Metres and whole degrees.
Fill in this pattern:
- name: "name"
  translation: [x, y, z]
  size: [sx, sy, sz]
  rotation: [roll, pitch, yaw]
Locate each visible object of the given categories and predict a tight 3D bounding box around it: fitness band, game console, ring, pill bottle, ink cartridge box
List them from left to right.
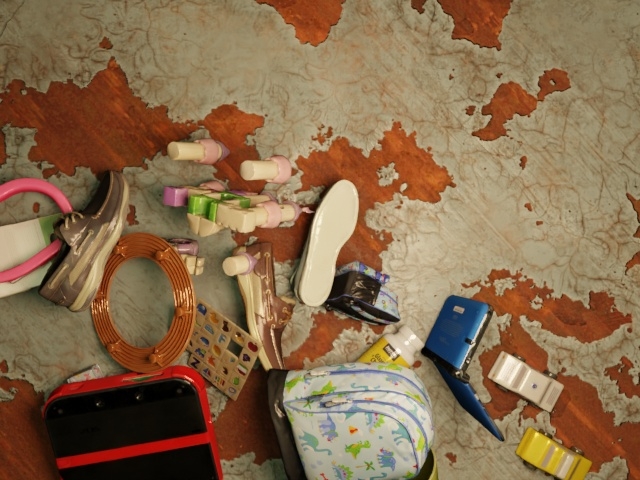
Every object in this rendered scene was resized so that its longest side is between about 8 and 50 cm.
- name: "fitness band"
  translation: [-0.738, -0.022, 1.347]
  size: [0.291, 0.054, 0.209]
  rotation: [-40, 99, -23]
- name: "ink cartridge box"
  translation: [-0.742, 0.041, 1.394]
  size: [0.235, 0.056, 0.171]
  rotation: [-17, 90, -25]
- name: "game console"
  translation: [-0.455, 0.491, 1.376]
  size: [0.387, 0.060, 0.342]
  rotation: [-9, 104, -2]
- name: "ring"
  translation: [-0.434, 0.148, 1.333]
  size: [0.337, 0.032, 0.336]
  rotation: [0, 90, 28]
- name: "pill bottle"
  translation: [0.167, 0.297, 1.399]
  size: [0.184, 0.103, 0.103]
  rotation: [-43, 91, -2]
- name: "game console"
  translation: [0.359, 0.281, 1.313]
  size: [0.173, 0.293, 0.250]
  rotation: [27, 87, -3]

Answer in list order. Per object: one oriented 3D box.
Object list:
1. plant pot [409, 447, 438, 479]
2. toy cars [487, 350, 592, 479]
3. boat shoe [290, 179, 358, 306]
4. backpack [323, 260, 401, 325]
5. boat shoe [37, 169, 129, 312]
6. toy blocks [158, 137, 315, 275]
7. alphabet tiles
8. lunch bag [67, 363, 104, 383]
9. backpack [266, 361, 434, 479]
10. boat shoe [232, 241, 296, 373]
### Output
- name: "plant pot"
  translation: [0.173, 0.658, 1.334]
  size: [0.275, 0.275, 0.293]
  rotation: [-18, 105, -3]
- name: "toy cars"
  translation: [0.566, 0.460, 1.419]
  size: [0.176, 0.087, 0.393]
  rotation: [-20, 90, -3]
- name: "boat shoe"
  translation: [0.000, 0.000, 1.396]
  size: [0.116, 0.099, 0.319]
  rotation: [17, 89, -30]
- name: "backpack"
  translation: [0.117, 0.139, 1.379]
  size: [0.173, 0.158, 0.117]
  rotation: [24, 70, -15]
- name: "boat shoe"
  translation: [-0.560, -0.011, 1.329]
  size: [0.130, 0.132, 0.355]
  rotation: [24, 75, -36]
- name: "toy blocks"
  translation: [-0.198, -0.074, 1.352]
  size: [0.289, 0.260, 0.309]
  rotation: [18, 106, 28]
- name: "alphabet tiles"
  translation: [-0.267, 0.256, 1.371]
  size: [0.237, 0.009, 0.198]
  rotation: [34, 120, 14]
- name: "lunch bag"
  translation: [-0.572, 0.361, 1.393]
  size: [0.071, 0.053, 0.083]
  rotation: [-23, 99, -1]
- name: "backpack"
  translation: [0.076, 0.411, 1.259]
  size: [0.355, 0.273, 0.290]
  rotation: [-12, 104, -2]
- name: "boat shoe"
  translation: [-0.119, 0.169, 1.385]
  size: [0.123, 0.123, 0.342]
  rotation: [-14, 83, -1]
